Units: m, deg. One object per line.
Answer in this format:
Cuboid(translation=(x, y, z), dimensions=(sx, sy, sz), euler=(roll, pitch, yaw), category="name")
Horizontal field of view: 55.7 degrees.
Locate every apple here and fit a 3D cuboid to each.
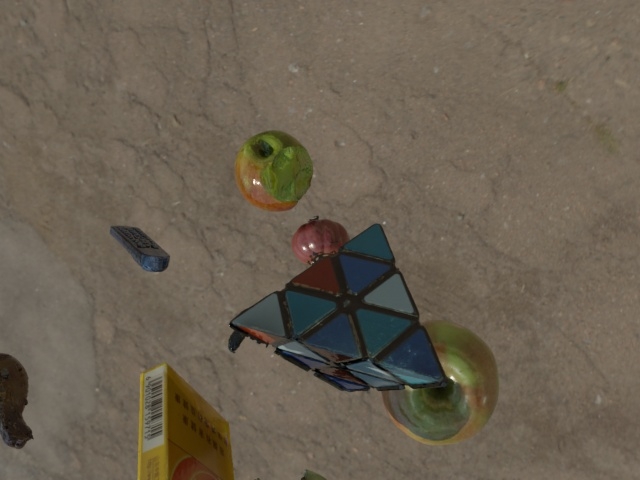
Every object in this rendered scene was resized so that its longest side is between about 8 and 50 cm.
Cuboid(translation=(-0.141, -0.217, 1.866), dimensions=(0.246, 0.246, 0.226), euler=(25, 146, 19), category="apple")
Cuboid(translation=(0.309, 0.369, 1.605), dimensions=(0.318, 0.277, 0.320), euler=(0, 83, 3), category="apple")

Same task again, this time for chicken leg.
Cuboid(translation=(-0.635, 0.255, 1.093), dimensions=(0.322, 0.177, 0.083), euler=(23, 118, -2), category="chicken leg")

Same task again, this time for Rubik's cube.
Cuboid(translation=(0.045, 0.135, 0.902), dimensions=(0.284, 0.250, 0.234), euler=(9, 137, 10), category="Rubik's cube")

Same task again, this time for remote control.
Cuboid(translation=(-0.244, 0.009, 0.816), dimensions=(0.152, 0.043, 0.027), euler=(31, 117, 52), category="remote control")

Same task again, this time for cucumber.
Cuboid(translation=(-0.258, 0.297, 2.034), dimensions=(0.053, 0.182, 0.053), euler=(20, 147, 14), category="cucumber")

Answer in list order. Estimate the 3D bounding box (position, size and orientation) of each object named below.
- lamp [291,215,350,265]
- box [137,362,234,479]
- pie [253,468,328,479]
Cuboid(translation=(0.000, 0.000, 1.848), dimensions=(0.182, 0.182, 0.140), euler=(-30, 54, 37), category="lamp")
Cuboid(translation=(-0.130, 0.273, 0.614), dimensions=(0.043, 0.269, 0.152), euler=(-25, 131, 7), category="box")
Cuboid(translation=(-0.058, 0.657, 1.340), dimensions=(0.302, 0.302, 0.067), euler=(27, 142, 17), category="pie")
